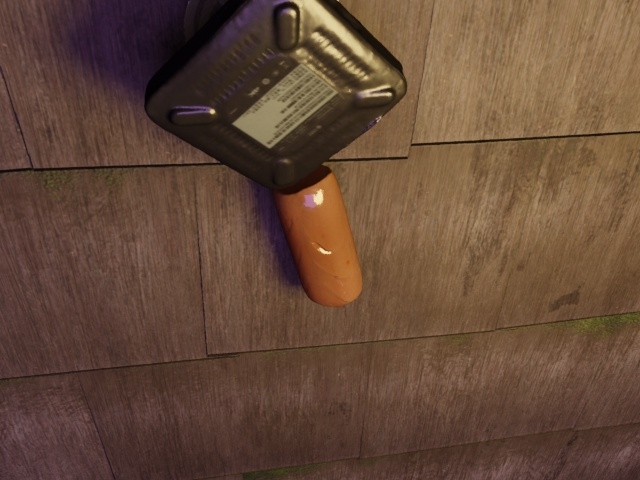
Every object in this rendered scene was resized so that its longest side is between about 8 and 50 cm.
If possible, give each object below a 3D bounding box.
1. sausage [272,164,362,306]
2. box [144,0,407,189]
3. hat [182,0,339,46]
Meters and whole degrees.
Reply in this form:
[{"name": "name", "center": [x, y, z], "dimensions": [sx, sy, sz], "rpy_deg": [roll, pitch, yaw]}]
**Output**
[{"name": "sausage", "center": [0.000, 0.001, 1.198], "dimensions": [0.121, 0.121, 0.304], "rpy_deg": [-16, 129, 1]}, {"name": "box", "center": [-0.058, -0.209, 0.908], "dimensions": [0.290, 0.073, 0.289], "rpy_deg": [-34, 139, 26]}, {"name": "hat", "center": [-0.078, -0.286, 0.956], "dimensions": [0.251, 0.110, 0.252], "rpy_deg": [-7, 130, -8]}]
